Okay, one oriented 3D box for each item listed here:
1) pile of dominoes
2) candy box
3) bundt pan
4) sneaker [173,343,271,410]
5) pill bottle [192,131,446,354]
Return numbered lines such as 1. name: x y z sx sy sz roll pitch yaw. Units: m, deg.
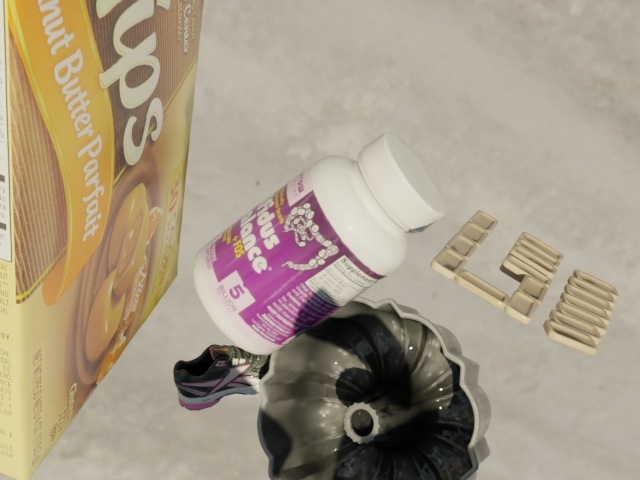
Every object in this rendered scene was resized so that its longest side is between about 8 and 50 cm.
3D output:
1. pile of dominoes: 0.229 0.055 1.217 0.196 0.251 0.040 32 114 10
2. candy box: -0.130 -0.059 0.519 0.087 0.183 0.317 18 130 9
3. bundt pan: 0.082 0.235 1.441 0.330 0.331 0.124 -28 165 27
4. sneaker: -0.124 0.176 1.527 0.178 0.072 0.077 -23 128 -6
5. pill bottle: 0.000 0.000 1.354 0.301 0.169 0.169 -36 136 19
